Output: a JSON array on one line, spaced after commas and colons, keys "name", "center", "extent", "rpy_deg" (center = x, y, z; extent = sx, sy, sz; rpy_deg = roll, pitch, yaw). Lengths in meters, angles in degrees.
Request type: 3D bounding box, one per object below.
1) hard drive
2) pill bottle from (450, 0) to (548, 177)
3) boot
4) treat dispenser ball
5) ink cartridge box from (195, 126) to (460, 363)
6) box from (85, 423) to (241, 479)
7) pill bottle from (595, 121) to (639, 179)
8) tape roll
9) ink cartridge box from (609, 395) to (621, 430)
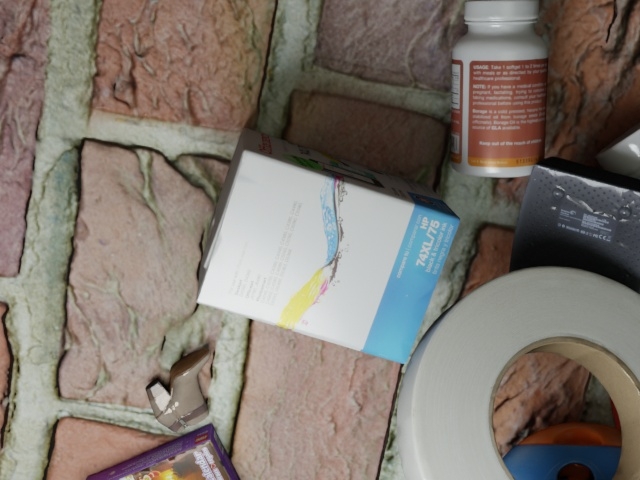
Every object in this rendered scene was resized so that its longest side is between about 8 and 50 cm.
[{"name": "hard drive", "center": [0.339, 0.013, 1.192], "extent": [0.172, 0.054, 0.254], "rpy_deg": [18, 134, 20]}, {"name": "pill bottle", "center": [0.228, -0.195, 1.166], "extent": [0.121, 0.121, 0.216], "rpy_deg": [-2, 105, -4]}, {"name": "boot", "center": [-0.183, 0.213, 1.282], "extent": [0.118, 0.042, 0.087], "rpy_deg": [-32, 111, 5]}, {"name": "treat dispenser ball", "center": [0.360, 0.393, 1.242], "extent": [0.288, 0.288, 0.288], "rpy_deg": [-1, 104, -5]}, {"name": "ink cartridge box", "center": [0.000, 0.000, 1.157], "extent": [0.270, 0.198, 0.197], "rpy_deg": [17, 103, -9]}, {"name": "box", "center": [-0.187, 0.434, 1.325], "extent": [0.201, 0.057, 0.293], "rpy_deg": [-24, 105, 2]}, {"name": "pill bottle", "center": [0.495, -0.035, 1.186], "extent": [0.160, 0.160, 0.283], "rpy_deg": [-37, 88, 5]}, {"name": "tape roll", "center": [0.285, 0.223, 1.088], "extent": [0.392, 0.072, 0.392], "rpy_deg": [3, 71, -10]}, {"name": "ink cartridge box", "center": [0.542, 0.314, 1.359], "extent": [0.189, 0.066, 0.232], "rpy_deg": [-15, 109, -1]}]
